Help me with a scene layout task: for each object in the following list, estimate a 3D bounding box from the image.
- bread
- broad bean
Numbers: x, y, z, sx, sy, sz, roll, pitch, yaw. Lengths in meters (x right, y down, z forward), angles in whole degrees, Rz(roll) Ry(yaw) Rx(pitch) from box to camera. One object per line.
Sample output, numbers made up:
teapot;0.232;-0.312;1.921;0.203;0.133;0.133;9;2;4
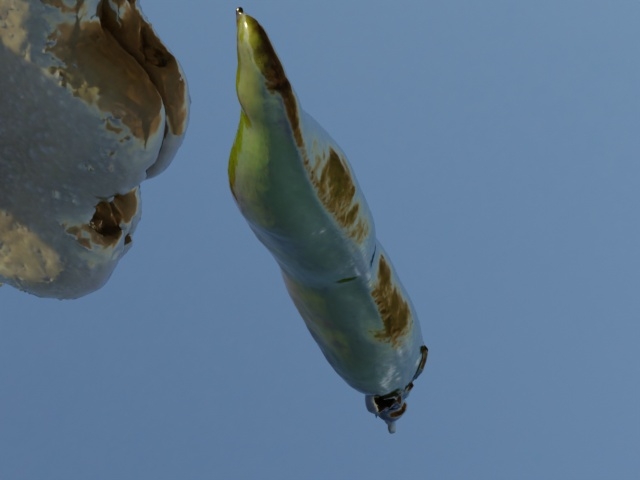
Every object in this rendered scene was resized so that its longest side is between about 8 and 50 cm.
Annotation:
bread;-0.179;-0.119;1.170;0.102;0.183;0.337;-43;-58;-44
broad bean;0.000;0.000;1.052;0.061;0.339;0.077;-37;-130;-9
